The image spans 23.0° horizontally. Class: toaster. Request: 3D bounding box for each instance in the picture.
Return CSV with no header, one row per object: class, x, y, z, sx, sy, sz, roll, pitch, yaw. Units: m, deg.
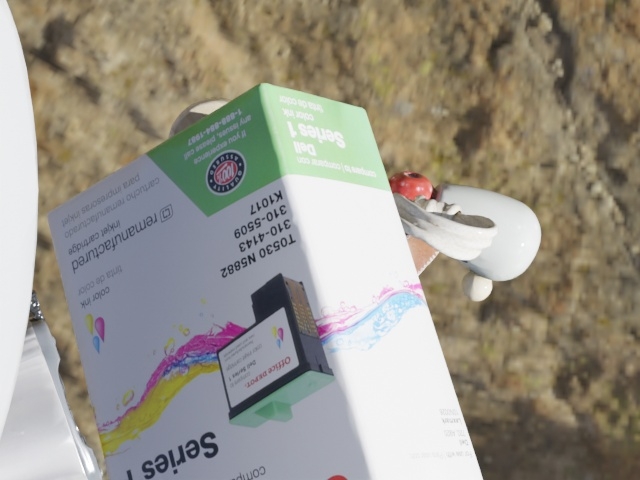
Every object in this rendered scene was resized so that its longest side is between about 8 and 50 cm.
toaster,-0.324,0.177,1.612,0.146,0.129,0.227,-20,96,-13

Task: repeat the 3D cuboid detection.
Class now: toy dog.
toy dog,0.000,0.000,1.328,0.333,0.220,0.161,22,106,17

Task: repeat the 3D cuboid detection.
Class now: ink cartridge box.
ink cartridge box,-0.039,0.074,0.991,0.201,0.278,0.117,-28,159,31

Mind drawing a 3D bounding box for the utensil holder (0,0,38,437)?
utensil holder,-0.352,0.000,0.653,0.385,0.328,0.328,8,130,10
